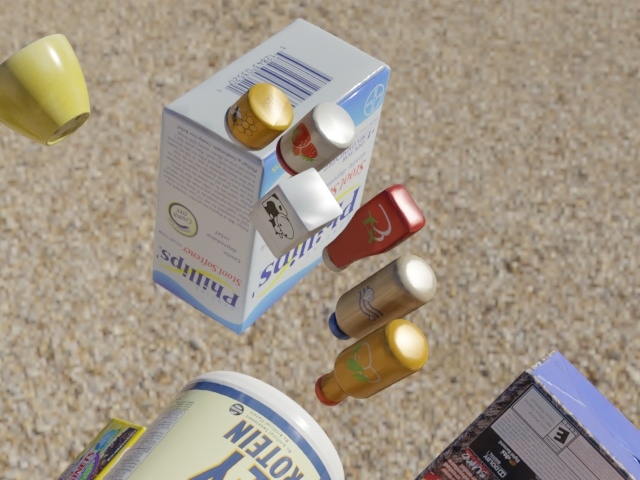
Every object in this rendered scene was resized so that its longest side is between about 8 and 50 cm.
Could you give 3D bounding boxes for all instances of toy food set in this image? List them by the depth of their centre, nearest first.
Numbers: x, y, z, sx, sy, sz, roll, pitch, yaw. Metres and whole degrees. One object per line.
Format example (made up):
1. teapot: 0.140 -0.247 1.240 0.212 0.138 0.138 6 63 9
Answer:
1. toy food set: 0.000 0.000 0.922 0.111 0.232 0.104 -30 -5 -44

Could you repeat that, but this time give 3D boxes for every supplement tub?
1. supplement tub: -0.148 0.334 1.424 0.235 0.235 0.325 16 47 30

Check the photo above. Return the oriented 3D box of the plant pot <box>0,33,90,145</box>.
1. plant pot: -0.338 -0.173 1.524 0.095 0.134 0.134 52 45 2

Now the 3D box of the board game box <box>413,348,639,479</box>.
1. board game box: 0.227 0.307 1.367 0.232 0.291 0.141 47 20 13

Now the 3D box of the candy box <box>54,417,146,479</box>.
1. candy box: -0.374 0.375 2.014 0.105 0.027 0.206 1 43 52

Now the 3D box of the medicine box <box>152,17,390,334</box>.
1. medicine box: -0.064 -0.080 1.537 0.149 0.289 0.263 30 47 20
